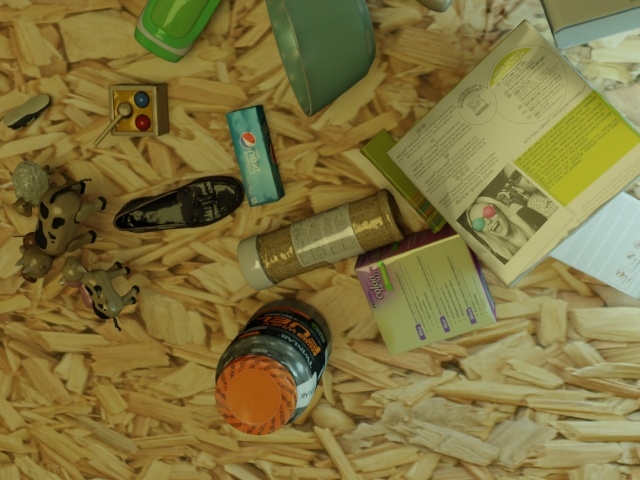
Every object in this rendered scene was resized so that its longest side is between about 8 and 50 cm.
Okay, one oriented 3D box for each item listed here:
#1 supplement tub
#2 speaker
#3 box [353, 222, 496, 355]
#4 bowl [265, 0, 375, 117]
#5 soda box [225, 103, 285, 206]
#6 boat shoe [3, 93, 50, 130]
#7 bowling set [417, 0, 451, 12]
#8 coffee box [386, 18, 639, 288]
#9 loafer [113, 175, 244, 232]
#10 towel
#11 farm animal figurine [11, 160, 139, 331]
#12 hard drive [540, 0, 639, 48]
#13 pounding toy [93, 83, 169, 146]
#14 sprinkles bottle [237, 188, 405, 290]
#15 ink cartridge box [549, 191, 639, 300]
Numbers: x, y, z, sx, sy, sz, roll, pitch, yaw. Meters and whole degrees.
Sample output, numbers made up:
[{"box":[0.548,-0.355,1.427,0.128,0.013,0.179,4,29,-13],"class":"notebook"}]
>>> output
[{"box":[-0.100,0.268,1.852,0.207,0.338,0.207,2,105,9],"class":"supplement tub"},{"box":[-0.268,-0.521,1.793,0.131,0.131,0.296,35,108,0],"class":"speaker"},{"box":[0.227,0.100,1.857,0.243,0.117,0.213,-20,103,14],"class":"box"},{"box":[0.004,-0.414,1.704,0.163,0.311,0.311,-18,101,-6],"class":"bowl"},{"box":[-0.140,-0.185,1.885,0.071,0.067,0.210,-11,102,13],"class":"soda box"},{"box":[-0.662,-0.289,1.972,0.125,0.038,0.046,-29,55,11],"class":"boat shoe"},{"box":[0.220,-0.576,1.637,0.154,0.200,0.287,30,113,5],"class":"bowling set"},{"box":[0.386,-0.162,1.622,0.338,0.337,0.334,-44,81,18],"class":"coffee box"},{"box":[-0.319,-0.068,1.933,0.303,0.095,0.109,-13,100,14],"class":"loafer"},{"box":[0.187,-0.126,1.827,0.237,0.102,0.021,47,135,-3],"class":"towel"},{"box":[-0.567,0.018,1.903,0.330,0.172,0.326,21,119,25],"class":"farm animal figurine"},{"box":[0.504,-0.486,1.553,0.233,0.353,0.047,-14,134,13],"class":"hard drive"},{"box":[-0.416,-0.275,1.896,0.141,0.100,0.130,2,104,10],"class":"pounding toy"},{"box":[0.000,0.000,1.877,0.355,0.121,0.121,-20,100,15],"class":"sprinkles bottle"},{"box":[0.609,-0.006,1.803,0.232,0.066,0.189,25,107,-5],"class":"ink cartridge box"}]
